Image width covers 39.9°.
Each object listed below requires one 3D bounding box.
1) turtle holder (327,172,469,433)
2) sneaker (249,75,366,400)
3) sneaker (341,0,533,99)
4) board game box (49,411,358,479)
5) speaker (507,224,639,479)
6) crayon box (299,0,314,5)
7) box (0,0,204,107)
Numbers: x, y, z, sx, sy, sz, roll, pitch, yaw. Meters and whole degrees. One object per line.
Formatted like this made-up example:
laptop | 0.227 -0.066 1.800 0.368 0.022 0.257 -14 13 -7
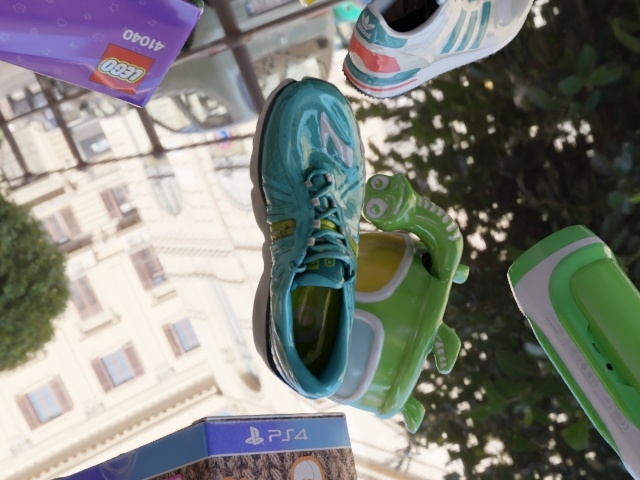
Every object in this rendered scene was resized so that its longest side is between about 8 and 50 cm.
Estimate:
turtle holder | 0.071 0.091 1.188 0.320 0.227 0.243 108 2 -59
sneaker | 0.000 0.000 0.747 0.107 0.275 0.110 -3 -171 -14
sneaker | 0.087 -0.156 0.581 0.161 0.057 0.075 -30 158 -19
board game box | -0.079 0.301 0.668 0.141 0.291 0.232 9 153 -43
speaker | 0.333 0.131 0.982 0.131 0.297 0.131 -24 156 -12
crayon box | -0.085 -0.404 0.710 0.106 0.363 0.313 -33 176 3
box | -0.197 -0.172 0.323 0.057 0.293 0.201 -49 -138 31
